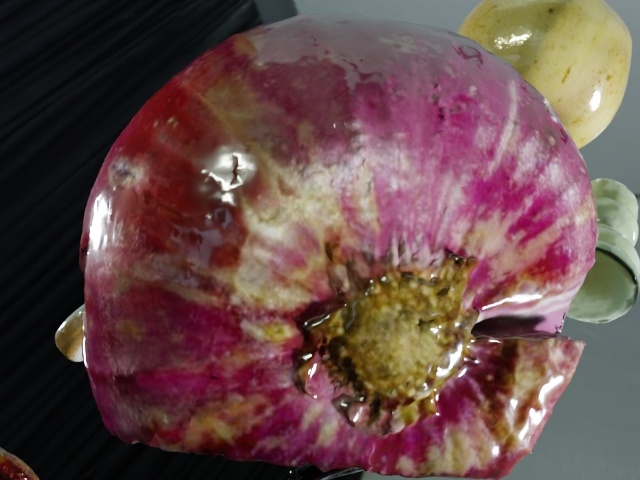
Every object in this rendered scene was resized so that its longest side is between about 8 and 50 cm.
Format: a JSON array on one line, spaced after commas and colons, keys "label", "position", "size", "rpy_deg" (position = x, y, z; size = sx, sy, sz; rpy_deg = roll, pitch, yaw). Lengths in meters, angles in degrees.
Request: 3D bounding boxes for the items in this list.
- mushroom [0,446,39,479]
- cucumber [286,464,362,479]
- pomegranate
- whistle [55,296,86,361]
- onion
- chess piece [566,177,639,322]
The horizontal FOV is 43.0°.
[{"label": "mushroom", "position": [-0.415, 0.303, 1.033], "size": [0.123, 0.052, 0.123], "rpy_deg": [15, 128, 20]}, {"label": "cucumber", "position": [0.037, 0.151, 0.600], "size": [0.043, 0.163, 0.039], "rpy_deg": [-127, 17, -57]}, {"label": "pomegranate", "position": [0.353, -0.268, 1.337], "size": [0.319, 0.319, 0.319], "rpy_deg": [24, 142, 21]}, {"label": "whistle", "position": [-0.257, 0.086, 0.967], "size": [0.057, 0.107, 0.220], "rpy_deg": [49, 144, 9]}, {"label": "onion", "position": [0.005, -0.005, 0.440], "size": [0.272, 0.256, 0.231], "rpy_deg": [20, 102, 53]}, {"label": "chess piece", "position": [0.401, -0.006, 1.165], "size": [0.133, 0.243, 0.133], "rpy_deg": [15, 129, 18]}]
